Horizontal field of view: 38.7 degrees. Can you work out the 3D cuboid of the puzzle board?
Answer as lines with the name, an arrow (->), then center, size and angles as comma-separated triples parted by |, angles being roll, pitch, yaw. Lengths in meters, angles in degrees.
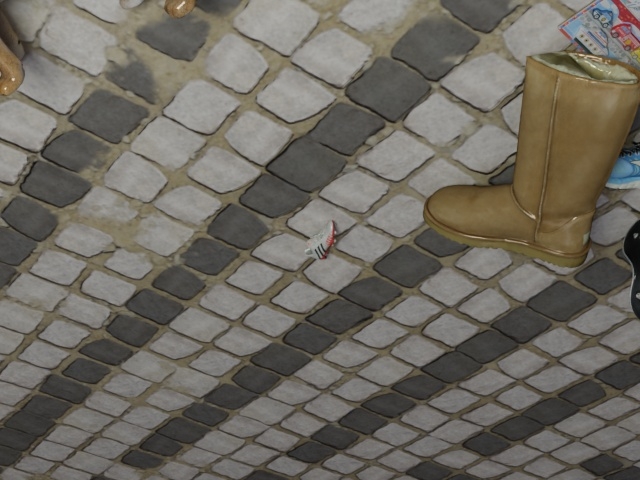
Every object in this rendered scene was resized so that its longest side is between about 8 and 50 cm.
puzzle board -> 0.347, -0.233, 1.038 | 0.128, 0.011, 0.096 | 32, 131, -31

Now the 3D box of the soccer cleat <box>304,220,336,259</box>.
soccer cleat -> 0.000, 0.000, 1.315 | 0.035, 0.029, 0.083 | 6, 145, -12

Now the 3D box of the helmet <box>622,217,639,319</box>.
helmet -> 0.504, 0.045, 1.249 | 0.169, 0.161, 0.169 | 1, 140, 1

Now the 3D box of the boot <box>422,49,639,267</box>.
boot -> 0.252, -0.110, 1.129 | 0.236, 0.089, 0.269 | 14, 132, 16

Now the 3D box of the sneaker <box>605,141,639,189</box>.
sneaker -> 0.401, -0.107, 1.166 | 0.162, 0.063, 0.073 | 6, 121, -11

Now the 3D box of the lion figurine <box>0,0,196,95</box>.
lion figurine -> -0.310, -0.292, 0.915 | 0.392, 0.142, 0.240 | -25, 128, 8
